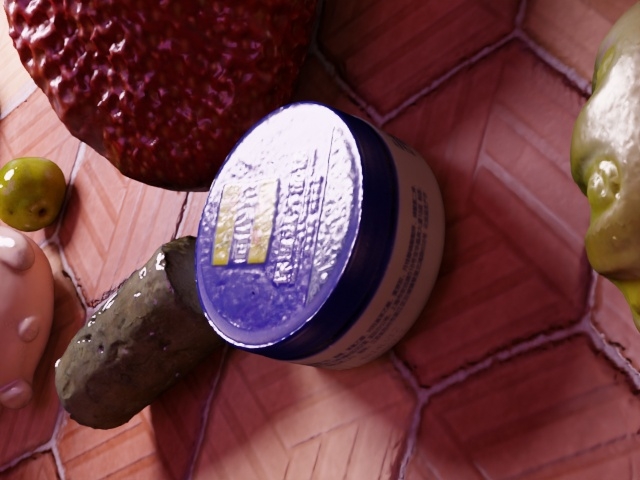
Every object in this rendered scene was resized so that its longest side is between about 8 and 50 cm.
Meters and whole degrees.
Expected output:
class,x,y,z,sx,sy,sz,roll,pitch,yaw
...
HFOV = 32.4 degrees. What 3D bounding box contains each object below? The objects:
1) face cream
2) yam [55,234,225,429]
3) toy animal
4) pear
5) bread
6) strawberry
class,x,y,z,sx,sy,sz,roll,pitch,yaw
face cream,0.000,0.000,0.891,0.206,0.111,0.206,-22,58,41
yam,-0.160,0.090,1.026,0.194,0.107,0.107,-42,47,28
toy animal,-0.477,0.105,1.250,0.345,0.246,0.278,1,76,47
pear,-0.350,-0.058,1.308,0.097,0.092,0.092,33,98,48
bread,0.215,-0.052,0.651,0.158,0.156,0.261,-6,69,44
strawberry,-0.134,-0.216,1.024,0.312,0.267,0.351,-7,84,14
